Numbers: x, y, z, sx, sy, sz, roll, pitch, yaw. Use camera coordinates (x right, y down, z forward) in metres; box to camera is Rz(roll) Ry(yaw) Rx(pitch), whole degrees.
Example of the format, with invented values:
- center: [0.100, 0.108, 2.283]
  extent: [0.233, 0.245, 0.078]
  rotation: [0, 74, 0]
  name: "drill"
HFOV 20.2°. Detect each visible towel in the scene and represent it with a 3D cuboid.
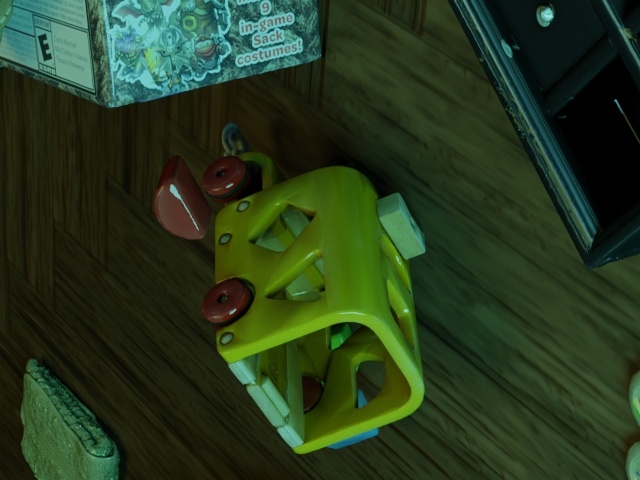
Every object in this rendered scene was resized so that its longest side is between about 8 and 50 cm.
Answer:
- center: [-0.206, 0.174, 1.462]
  extent: [0.148, 0.027, 0.110]
  rotation: [39, 136, 43]
  name: "towel"

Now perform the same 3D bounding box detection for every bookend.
- center: [0.141, -0.095, 0.741]
  extent: [0.156, 0.072, 0.157]
  rotation: [65, 147, 14]
  name: "bookend"

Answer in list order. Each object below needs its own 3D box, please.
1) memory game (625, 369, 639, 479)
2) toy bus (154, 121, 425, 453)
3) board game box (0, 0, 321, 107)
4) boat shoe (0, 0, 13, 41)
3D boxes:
- center: [0.202, 0.118, 0.805]
  extent: [0.186, 0.012, 0.186]
  rotation: [31, 129, 47]
  name: "memory game"
- center: [0.003, 0.012, 0.978]
  extent: [0.104, 0.191, 0.202]
  rotation: [-21, 86, 15]
  name: "toy bus"
- center: [-0.129, -0.248, 1.028]
  extent: [0.232, 0.141, 0.291]
  rotation: [24, 124, 51]
  name: "board game box"
- center: [-0.256, -0.243, 0.996]
  extent: [0.324, 0.122, 0.120]
  rotation: [58, 141, 9]
  name: "boat shoe"
